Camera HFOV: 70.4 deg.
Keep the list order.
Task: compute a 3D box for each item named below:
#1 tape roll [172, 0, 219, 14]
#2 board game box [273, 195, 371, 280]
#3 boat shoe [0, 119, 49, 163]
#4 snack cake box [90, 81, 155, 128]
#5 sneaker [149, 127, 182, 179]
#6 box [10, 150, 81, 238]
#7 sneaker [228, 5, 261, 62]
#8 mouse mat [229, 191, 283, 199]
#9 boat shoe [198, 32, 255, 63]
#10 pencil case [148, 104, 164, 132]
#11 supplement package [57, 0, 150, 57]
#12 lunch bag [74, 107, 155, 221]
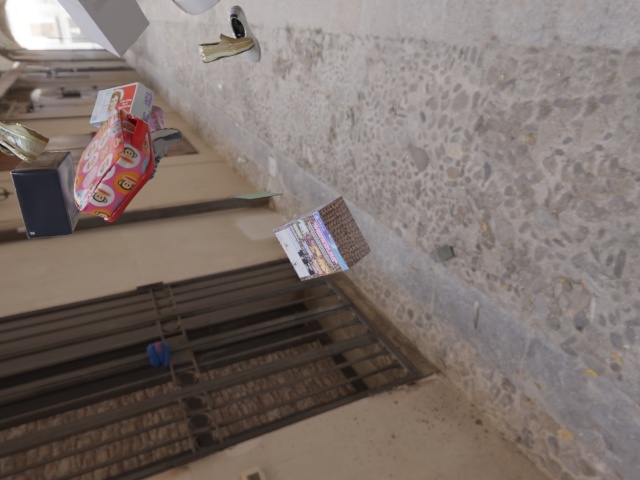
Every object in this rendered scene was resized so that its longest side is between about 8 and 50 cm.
[{"bbox_3d":[-0.352,-0.941,1.532,0.391,0.072,0.393,-20,55,32],"label":"tape roll"},{"bbox_3d":[0.000,0.000,1.695,0.290,0.141,0.232,-18,103,50],"label":"board game box"},{"bbox_3d":[-0.890,-0.286,1.300,0.285,0.104,0.090,15,83,34],"label":"boat shoe"},{"bbox_3d":[-0.814,-0.543,1.863,0.264,0.089,0.152,3,75,31],"label":"snack cake box"},{"bbox_3d":[-0.559,-0.258,1.461,0.122,0.283,0.110,57,161,-8],"label":"sneaker"},{"bbox_3d":[-1.172,-0.205,1.974,0.294,0.182,0.297,-123,31,-59],"label":"box"},{"bbox_3d":[-0.337,-0.880,1.980,0.258,0.094,0.091,61,-150,-49],"label":"sneaker"},{"bbox_3d":[-0.254,-0.176,1.785,0.189,0.152,0.007,13,111,51],"label":"mouse mat"},{"bbox_3d":[-0.314,-0.649,1.504,0.068,0.189,0.072,-101,-6,-56],"label":"boat shoe"},{"bbox_3d":[-0.806,-0.528,2.177,0.124,0.124,0.284,110,149,-49],"label":"pencil case"},{"bbox_3d":[-0.753,-0.809,1.533,0.175,0.178,0.293,31,168,13],"label":"supplement package"},{"bbox_3d":[-0.537,-0.221,1.205,0.258,0.120,0.293,-45,43,18],"label":"lunch bag"}]
